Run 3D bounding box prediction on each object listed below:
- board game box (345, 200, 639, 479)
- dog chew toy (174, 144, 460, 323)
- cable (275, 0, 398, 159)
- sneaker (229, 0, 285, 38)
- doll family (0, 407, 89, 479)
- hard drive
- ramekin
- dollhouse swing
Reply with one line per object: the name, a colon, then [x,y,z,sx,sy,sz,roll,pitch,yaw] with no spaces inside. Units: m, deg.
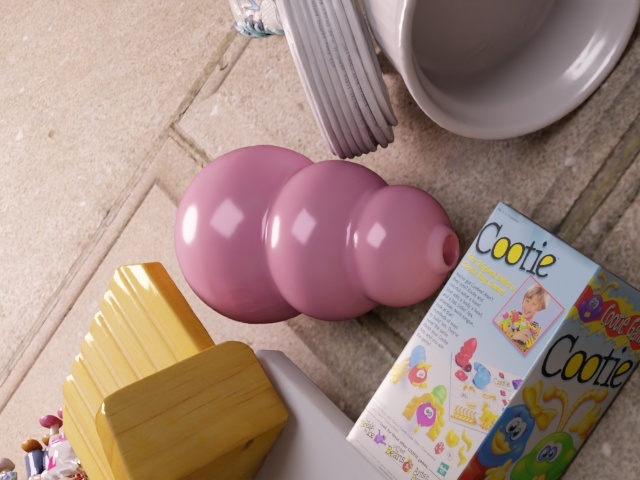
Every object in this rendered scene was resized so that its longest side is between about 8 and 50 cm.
board game box: [0.178,0.129,1.228,0.275,0.142,0.144,-57,43,7]
dog chew toy: [0.000,0.000,1.423,0.332,0.207,0.206,6,75,35]
cable: [0.013,-0.219,1.445,0.089,0.257,0.257,-18,46,5]
sneaker: [-0.054,-0.307,1.695,0.122,0.110,0.283,-63,38,27]
doll family: [-0.384,0.343,1.690,0.263,0.118,0.163,-24,48,12]
hard drive: [0.001,0.304,1.339,0.353,0.047,0.233,40,117,44]
ramekin: [0.179,-0.255,1.321,0.277,0.277,0.135,-52,38,12]
dollhouse swing: [-0.253,0.234,1.406,0.305,0.315,0.346,43,125,20]
